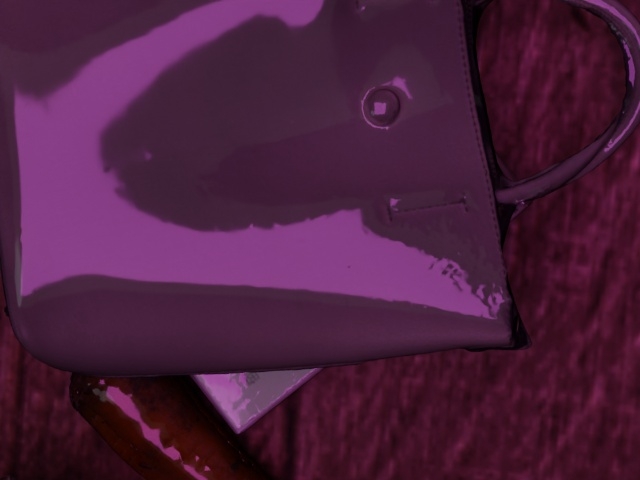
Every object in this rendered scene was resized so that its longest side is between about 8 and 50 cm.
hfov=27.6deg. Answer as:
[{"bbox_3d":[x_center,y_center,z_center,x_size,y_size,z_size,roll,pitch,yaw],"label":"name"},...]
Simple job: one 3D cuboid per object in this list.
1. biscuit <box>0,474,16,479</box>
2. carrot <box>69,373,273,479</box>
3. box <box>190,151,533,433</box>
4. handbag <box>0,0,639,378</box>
[{"bbox_3d":[-0.214,0.210,0.671,0.250,0.046,0.147,-24,81,40],"label":"biscuit"},{"bbox_3d":[-0.066,0.116,0.689,0.161,0.055,0.055,45,100,1],"label":"carrot"},{"bbox_3d":[0.000,0.000,0.679,0.198,0.029,0.109,-39,85,12],"label":"box"},{"bbox_3d":[-0.002,-0.057,0.610,0.315,0.109,0.241,-9,89,12],"label":"handbag"}]
